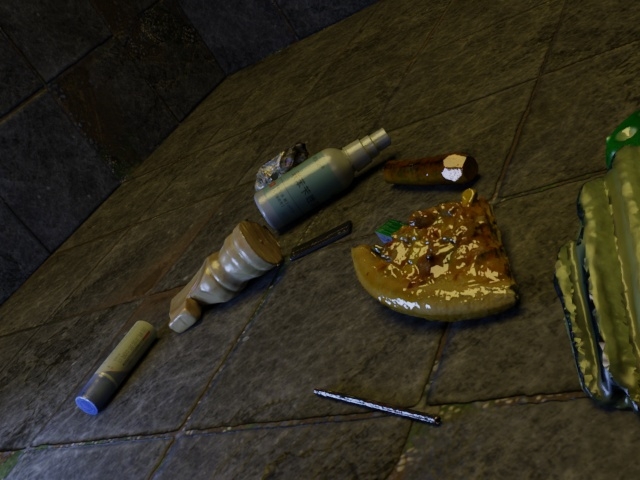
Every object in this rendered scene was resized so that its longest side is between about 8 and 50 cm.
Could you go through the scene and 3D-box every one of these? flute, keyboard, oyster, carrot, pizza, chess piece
[{"bbox_3d":[0.075,0.238,1.104,0.270,0.014,0.014,-1,40,52],"label":"flute"},{"bbox_3d":[0.000,0.000,1.667,0.155,0.010,0.053,-26,24,19],"label":"keyboard"},{"bbox_3d":[-0.110,-0.192,2.128,0.191,0.081,0.163,-34,-6,40],"label":"oyster"},{"bbox_3d":[0.223,-0.147,1.591,0.070,0.070,0.260,-44,23,-22],"label":"carrot"},{"bbox_3d":[0.172,0.053,1.222,0.258,0.087,0.268,-28,36,19],"label":"pizza"},{"bbox_3d":[-0.230,0.088,1.692,0.301,0.137,0.137,-40,20,21],"label":"chess piece"}]

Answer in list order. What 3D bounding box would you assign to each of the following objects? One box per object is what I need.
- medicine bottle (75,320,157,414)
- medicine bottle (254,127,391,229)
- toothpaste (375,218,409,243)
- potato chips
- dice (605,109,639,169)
[{"bbox_3d":[-0.442,0.273,1.658,0.059,0.059,0.231,-15,30,38],"label":"medicine bottle"},{"bbox_3d":[0.012,-0.158,1.830,0.352,0.110,0.110,-31,23,6],"label":"medicine bottle"},{"bbox_3d":[0.168,-0.003,1.421,0.043,0.037,0.178,-44,24,-11],"label":"toothpaste"},{"bbox_3d":[0.449,0.013,0.881,0.359,0.070,0.429,-15,48,28],"label":"potato chips"},{"bbox_3d":[0.496,-0.116,1.089,0.120,0.128,0.131,-41,25,-13],"label":"dice"}]
